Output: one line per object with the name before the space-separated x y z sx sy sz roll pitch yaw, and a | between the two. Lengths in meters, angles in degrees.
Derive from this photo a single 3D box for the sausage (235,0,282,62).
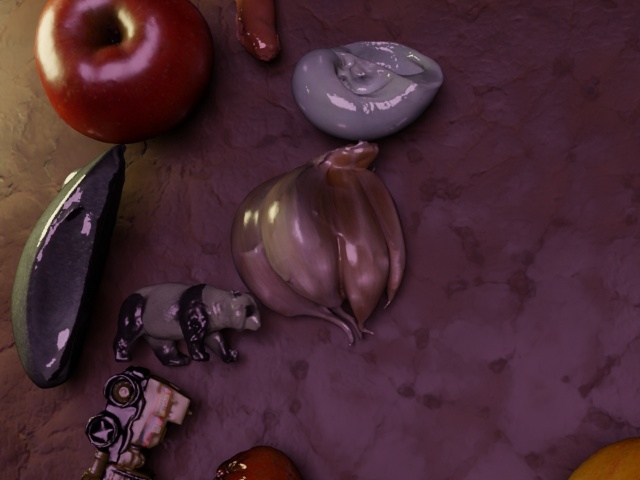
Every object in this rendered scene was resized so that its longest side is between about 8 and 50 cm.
sausage | -0.103 -0.413 1.712 0.078 0.078 0.304 -6 77 7

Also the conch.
conch | 0.068 -0.225 1.625 0.221 0.121 0.185 7 62 6

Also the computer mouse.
computer mouse | -0.377 0.028 1.609 0.114 0.203 0.374 15 86 -4

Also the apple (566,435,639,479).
apple | 0.424 0.399 1.379 0.299 0.299 0.275 19 55 11

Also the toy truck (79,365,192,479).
toy truck | -0.285 0.313 1.582 0.127 0.127 0.257 25 85 -2

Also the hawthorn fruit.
hawthorn fruit | -0.075 0.387 1.527 0.157 0.157 0.194 -36 99 1

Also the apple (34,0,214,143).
apple | -0.286 -0.274 1.639 0.260 0.216 0.260 -2 78 8

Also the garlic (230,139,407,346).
garlic | 0.000 0.000 1.602 0.237 0.210 0.292 11 75 -24

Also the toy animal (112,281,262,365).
toy animal | -0.190 0.119 1.602 0.225 0.094 0.121 -4 79 28
